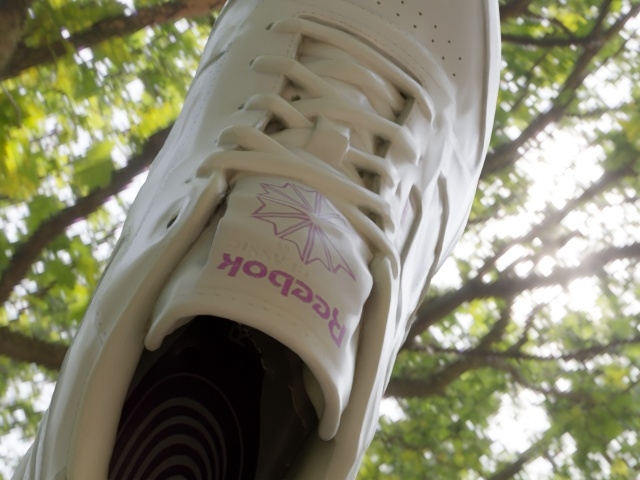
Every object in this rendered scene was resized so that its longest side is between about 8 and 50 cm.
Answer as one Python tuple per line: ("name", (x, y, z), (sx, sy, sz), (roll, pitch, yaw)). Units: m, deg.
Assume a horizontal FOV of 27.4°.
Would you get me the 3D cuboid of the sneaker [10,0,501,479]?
("sneaker", (0.000, 0.000, 0.404), (0.114, 0.152, 0.305), (24, -111, -9))
